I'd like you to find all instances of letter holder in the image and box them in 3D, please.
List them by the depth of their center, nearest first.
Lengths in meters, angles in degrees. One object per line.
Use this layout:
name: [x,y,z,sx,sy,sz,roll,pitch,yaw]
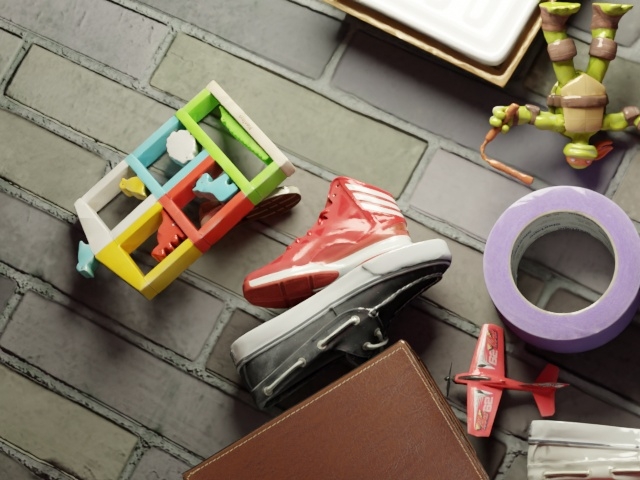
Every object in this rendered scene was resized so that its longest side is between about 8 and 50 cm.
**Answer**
letter holder: [0.034,0.292,1.795,0.302,0.152,0.214,-32,72,3]

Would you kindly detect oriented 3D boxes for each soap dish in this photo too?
soap dish: [0.165,-0.340,1.959,0.291,0.118,0.229,28,82,19]

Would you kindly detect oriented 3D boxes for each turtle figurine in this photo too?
turtle figurine: [0.330,-0.179,1.879,0.270,0.087,0.217,1,100,1]

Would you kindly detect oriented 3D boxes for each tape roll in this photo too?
tape roll: [0.291,0.035,1.845,0.189,0.080,0.189,-3,75,12]

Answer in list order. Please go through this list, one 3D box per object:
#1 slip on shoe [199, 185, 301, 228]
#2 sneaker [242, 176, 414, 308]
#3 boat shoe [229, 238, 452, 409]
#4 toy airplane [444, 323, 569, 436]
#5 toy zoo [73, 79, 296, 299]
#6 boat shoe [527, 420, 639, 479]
slip on shoe: [-0.092,-0.048,1.974,0.135,0.051,0.041,-21,59,12]
sneaker: [0.000,0.000,1.931,0.221,0.087,0.128,-15,63,-4]
boat shoe: [0.037,0.105,1.869,0.301,0.108,0.102,-29,70,6]
toy airplane: [0.223,0.170,1.848,0.151,0.028,0.151,-6,58,10]
toy zoo: [-0.194,-0.052,1.976,0.293,0.030,0.192,-42,52,-1]
boat shoe: [0.365,0.260,1.758,0.268,0.096,0.088,5,80,15]
